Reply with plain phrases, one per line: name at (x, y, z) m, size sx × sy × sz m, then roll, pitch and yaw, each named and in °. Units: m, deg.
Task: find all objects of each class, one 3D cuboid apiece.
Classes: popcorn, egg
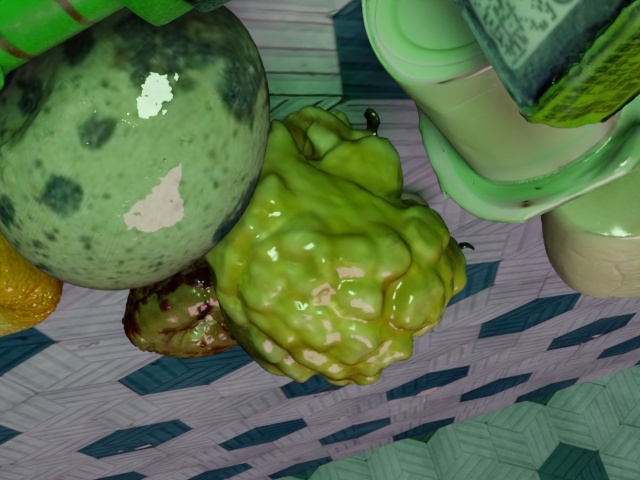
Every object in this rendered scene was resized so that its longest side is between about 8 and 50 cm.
popcorn at (-0.001, 0.001, 0.607) m, size 0.169 × 0.189 × 0.218 m, roll -39°, pitch 176°, yaw 2°
egg at (-0.099, -0.052, 0.470) m, size 0.141 × 0.141 × 0.182 m, roll 5°, pitch 142°, yaw -45°

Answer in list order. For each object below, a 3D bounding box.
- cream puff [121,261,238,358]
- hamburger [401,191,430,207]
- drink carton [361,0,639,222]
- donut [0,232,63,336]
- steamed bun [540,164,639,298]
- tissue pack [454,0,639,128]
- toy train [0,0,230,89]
cream puff at (-0.104, 0.046, 0.790) m, size 0.149 × 0.084 × 0.149 m, roll -17°, pitch 156°, yaw -8°
hamburger at (0.058, 0.017, 0.846) m, size 0.127 × 0.081 × 0.141 m, roll -9°, pitch 157°, yaw -21°
drink carton at (0.102, -0.105, 0.508) m, size 0.146 × 0.144 × 0.142 m, roll -25°, pitch 152°, yaw 19°
donut at (-0.267, 0.030, 0.630) m, size 0.174 × 0.074 × 0.190 m, roll -14°, pitch 159°, yaw -11°
steamed bun at (0.313, -0.054, 0.772) m, size 0.250 × 0.154 × 0.200 m, roll -16°, pitch 157°, yaw 9°
tissue pack at (0.114, -0.171, 0.298) m, size 0.073 × 0.173 × 0.235 m, roll -13°, pitch 159°, yaw -31°
toy train at (-0.129, -0.107, 0.340) m, size 0.251 × 0.119 × 0.085 m, roll -25°, pitch 159°, yaw 15°
